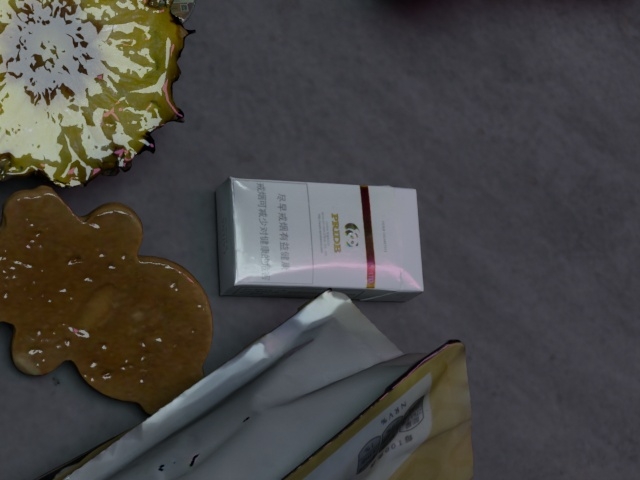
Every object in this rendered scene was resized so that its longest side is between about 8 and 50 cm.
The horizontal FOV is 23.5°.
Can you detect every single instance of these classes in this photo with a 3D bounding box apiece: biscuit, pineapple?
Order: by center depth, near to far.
[{"bbox_3d":[-0.153,0.039,1.059,0.184,0.027,0.133,20,95,-17],"label":"biscuit"},{"bbox_3d":[-0.197,-0.130,1.085,0.224,0.076,0.225,5,77,-22],"label":"pineapple"}]

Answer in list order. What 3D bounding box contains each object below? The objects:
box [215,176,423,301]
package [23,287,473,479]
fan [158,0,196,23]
[{"bbox_3d":[0.000,0.000,1.154,0.154,0.040,0.084,3,71,-24],"label":"box"},{"bbox_3d":[-0.059,0.179,1.036,0.311,0.221,0.165,-35,51,-26],"label":"package"},{"bbox_3d":[-0.116,-0.178,1.175,0.060,0.003,0.080,-36,91,-27],"label":"fan"}]
